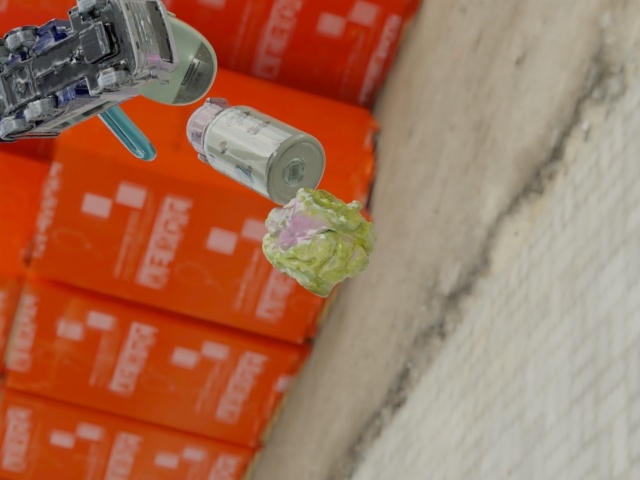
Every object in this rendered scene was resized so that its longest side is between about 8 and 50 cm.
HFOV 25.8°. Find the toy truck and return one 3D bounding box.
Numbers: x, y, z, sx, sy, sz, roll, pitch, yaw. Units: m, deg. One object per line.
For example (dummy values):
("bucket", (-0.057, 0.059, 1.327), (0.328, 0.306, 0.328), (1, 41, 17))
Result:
("toy truck", (-0.294, -0.216, 1.735), (0.268, 0.155, 0.124), (-19, 84, 34))

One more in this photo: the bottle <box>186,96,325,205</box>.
("bottle", (-0.104, -0.135, 2.015), (0.233, 0.110, 0.110), (28, 106, 44))

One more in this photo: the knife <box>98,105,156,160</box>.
("knife", (-0.298, -0.186, 1.914), (0.064, 0.222, 0.031), (5, 52, 46))

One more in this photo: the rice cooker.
("rice cooker", (-0.266, -0.304, 2.278), (0.145, 0.206, 0.127), (-63, 1, 11))

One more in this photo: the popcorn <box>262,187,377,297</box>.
("popcorn", (0.000, 0.000, 1.759), (0.125, 0.145, 0.126), (-77, -25, -47))
